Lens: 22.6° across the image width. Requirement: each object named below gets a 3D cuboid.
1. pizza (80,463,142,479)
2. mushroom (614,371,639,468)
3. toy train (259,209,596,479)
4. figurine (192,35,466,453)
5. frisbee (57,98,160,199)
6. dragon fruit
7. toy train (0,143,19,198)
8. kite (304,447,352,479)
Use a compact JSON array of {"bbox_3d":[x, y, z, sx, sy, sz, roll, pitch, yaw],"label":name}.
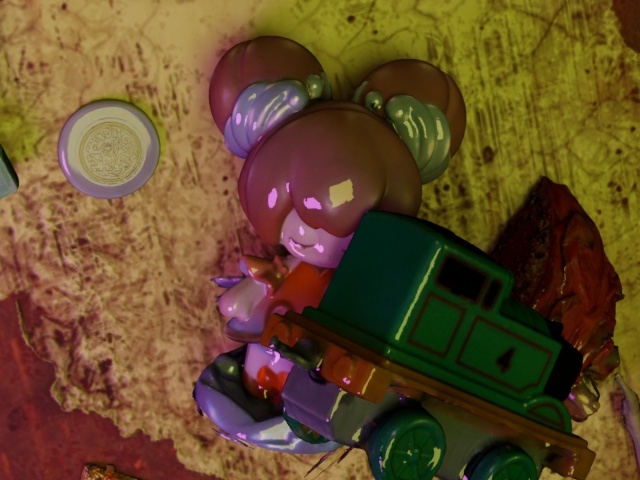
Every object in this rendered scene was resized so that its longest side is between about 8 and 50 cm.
[{"bbox_3d":[-0.233,0.286,1.816,0.078,0.025,0.083,-14,109,-9],"label":"pizza"},{"bbox_3d":[0.395,0.257,1.960,0.043,0.068,0.306,-31,122,-12],"label":"mushroom"},{"bbox_3d":[0.123,0.127,1.599,0.429,0.178,0.249,25,89,-40],"label":"toy train"},{"bbox_3d":[0.001,0.001,1.695,0.277,0.248,0.388,7,115,-13],"label":"figurine"},{"bbox_3d":[-0.225,-0.096,1.708,0.110,0.014,0.110,-5,108,-14],"label":"frisbee"},{"bbox_3d":[0.273,0.113,1.832,0.205,0.152,0.317,30,92,-26],"label":"dragon fruit"},{"bbox_3d":[-0.401,-0.126,1.599,0.119,0.085,0.251,-27,124,-9],"label":"toy train"},{"bbox_3d":[0.053,0.200,1.795,0.006,0.198,0.244,45,131,-1],"label":"kite"}]
